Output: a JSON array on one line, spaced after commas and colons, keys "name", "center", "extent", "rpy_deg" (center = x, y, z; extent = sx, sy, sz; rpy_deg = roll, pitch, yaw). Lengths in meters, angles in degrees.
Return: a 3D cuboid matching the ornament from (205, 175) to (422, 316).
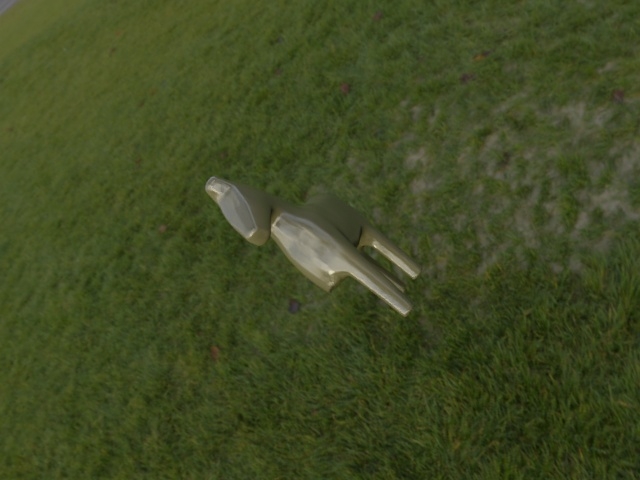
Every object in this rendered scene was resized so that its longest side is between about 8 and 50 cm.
[{"name": "ornament", "center": [0.000, 0.000, 0.643], "extent": [0.061, 0.244, 0.230], "rpy_deg": [-52, -1, 18]}]
